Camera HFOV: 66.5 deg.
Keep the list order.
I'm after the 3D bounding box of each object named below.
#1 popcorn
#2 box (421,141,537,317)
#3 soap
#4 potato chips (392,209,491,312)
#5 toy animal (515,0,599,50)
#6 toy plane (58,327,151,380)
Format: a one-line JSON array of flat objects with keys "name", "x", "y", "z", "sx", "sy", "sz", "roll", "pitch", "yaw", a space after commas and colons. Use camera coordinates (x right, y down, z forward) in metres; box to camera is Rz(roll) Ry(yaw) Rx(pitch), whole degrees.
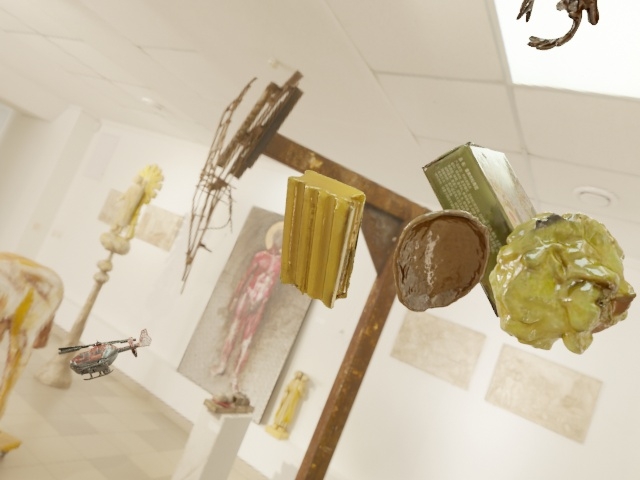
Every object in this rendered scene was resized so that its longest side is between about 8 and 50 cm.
[{"name": "popcorn", "x": 0.455, "y": 0.078, "z": 0.930, "sx": 0.252, "sy": 0.286, "sz": 0.215, "roll": 40, "pitch": -16, "yaw": 26}, {"name": "box", "x": 0.468, "y": -0.038, "z": 1.273, "sx": 0.138, "sy": 0.421, "sz": 0.372, "roll": -31, "pitch": -12, "yaw": 31}, {"name": "soap", "x": 0.000, "y": 0.001, "z": 1.279, "sx": 0.204, "sy": 0.325, "sz": 0.096, "roll": 28, "pitch": 36, "yaw": 30}, {"name": "potato chips", "x": 0.188, "y": 0.029, "z": 0.776, "sx": 0.150, "sy": 0.049, "sz": 0.202, "roll": -9, "pitch": -49, "yaw": 1}, {"name": "toy animal", "x": 0.405, "y": -0.318, "z": 0.588, "sx": 0.243, "sy": 0.260, "sz": 0.087, "roll": 36, "pitch": -19, "yaw": 49}, {"name": "toy plane", "x": -0.355, "y": 0.188, "z": 0.814, "sx": 0.144, "sy": 0.037, "sz": 0.060, "roll": -14, "pitch": 48, "yaw": -20}]
